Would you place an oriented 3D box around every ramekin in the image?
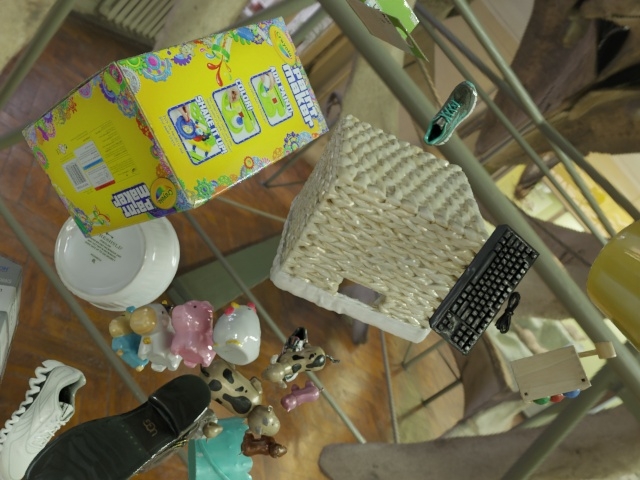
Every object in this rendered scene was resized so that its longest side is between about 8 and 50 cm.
[{"bbox_3d":[-0.480,0.030,1.191,0.272,0.273,0.127,53,-1,8],"label":"ramekin"}]

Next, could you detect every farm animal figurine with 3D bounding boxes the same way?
[{"bbox_3d":[-0.154,0.373,1.239,0.327,0.330,0.172,25,-2,-9],"label":"farm animal figurine"}]

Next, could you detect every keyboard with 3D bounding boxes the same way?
[{"bbox_3d":[0.239,0.077,0.713,0.108,0.180,0.023,40,-6,-16],"label":"keyboard"}]

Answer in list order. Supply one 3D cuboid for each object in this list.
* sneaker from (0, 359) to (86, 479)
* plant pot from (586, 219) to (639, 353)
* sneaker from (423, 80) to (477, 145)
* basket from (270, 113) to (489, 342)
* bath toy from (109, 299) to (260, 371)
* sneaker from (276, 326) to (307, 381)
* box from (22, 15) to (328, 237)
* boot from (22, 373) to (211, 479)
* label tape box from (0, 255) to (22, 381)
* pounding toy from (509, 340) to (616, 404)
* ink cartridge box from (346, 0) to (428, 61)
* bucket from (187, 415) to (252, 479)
[{"bbox_3d":[-0.678,0.439,1.246,0.110,0.118,0.292,78,24,-61],"label":"sneaker"},{"bbox_3d":[0.532,0.091,0.722,0.254,0.254,0.239,37,8,-37],"label":"plant pot"},{"bbox_3d":[0.284,-0.272,1.136,0.065,0.166,0.076,38,40,14],"label":"sneaker"},{"bbox_3d":[0.114,-0.033,1.026,0.329,0.266,0.331,23,32,-9],"label":"basket"},{"bbox_3d":[-0.275,0.185,1.074,0.129,0.349,0.151,-72,145,-44],"label":"bath toy"},{"bbox_3d":[-0.081,0.297,1.382,0.072,0.077,0.178,12,32,7],"label":"sneaker"},{"bbox_3d":[-0.201,-0.157,0.731,0.279,0.290,0.177,-40,112,-42],"label":"box"},{"bbox_3d":[-0.266,0.303,0.731,0.263,0.229,0.091,-23,68,-33],"label":"boot"},{"bbox_3d":[-0.798,0.170,1.249,0.106,0.240,0.333,11,43,-23],"label":"label tape box"},{"bbox_3d":[0.514,0.278,1.066,0.181,0.206,0.094,41,33,-62],"label":"pounding toy"},{"bbox_3d":[0.195,-0.599,1.357,0.189,0.097,0.255,31,12,-50],"label":"ink cartridge box"},{"bbox_3d":[-0.351,0.744,1.766,0.183,0.281,0.281,1,41,-21],"label":"bucket"}]
